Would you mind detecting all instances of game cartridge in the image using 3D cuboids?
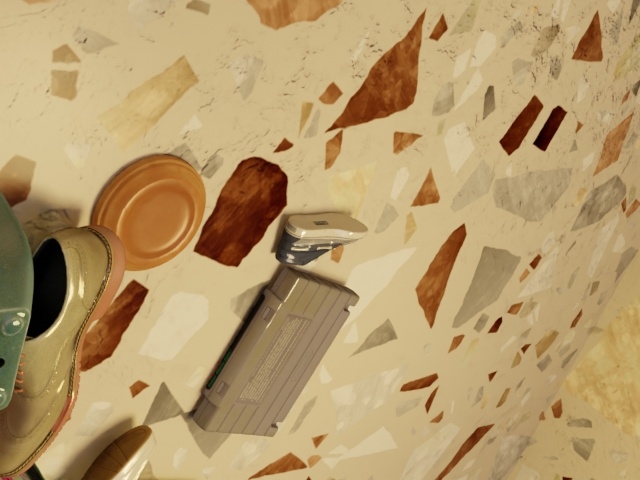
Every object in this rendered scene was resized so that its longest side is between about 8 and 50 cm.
[{"bbox_3d":[-0.087,0.227,1.724,0.230,0.068,0.355,24,101,-48],"label":"game cartridge"}]

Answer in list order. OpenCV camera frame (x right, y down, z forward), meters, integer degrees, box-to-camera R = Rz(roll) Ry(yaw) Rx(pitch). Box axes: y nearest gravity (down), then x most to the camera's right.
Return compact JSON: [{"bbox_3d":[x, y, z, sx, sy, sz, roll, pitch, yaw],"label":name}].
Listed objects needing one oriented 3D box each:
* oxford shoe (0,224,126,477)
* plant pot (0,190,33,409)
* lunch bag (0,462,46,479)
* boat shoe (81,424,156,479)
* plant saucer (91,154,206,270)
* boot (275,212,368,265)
[{"bbox_3d":[-0.418,0.157,1.230,0.397,0.140,0.146,-69,162,4],"label":"oxford shoe"},{"bbox_3d":[-0.479,0.084,1.038,0.247,0.252,0.248,-2,120,-45],"label":"plant pot"},{"bbox_3d":[-0.478,0.439,1.342,0.160,0.223,0.262,-53,144,0],"label":"lunch bag"},{"bbox_3d":[-0.375,0.455,1.532,0.277,0.098,0.096,-51,117,-17],"label":"boat shoe"},{"bbox_3d":[-0.258,-0.035,1.353,0.199,0.037,0.200,-27,136,-29],"label":"plant saucer"},{"bbox_3d":[0.000,0.000,1.637,0.189,0.069,0.086,2,125,-38],"label":"boot"}]
